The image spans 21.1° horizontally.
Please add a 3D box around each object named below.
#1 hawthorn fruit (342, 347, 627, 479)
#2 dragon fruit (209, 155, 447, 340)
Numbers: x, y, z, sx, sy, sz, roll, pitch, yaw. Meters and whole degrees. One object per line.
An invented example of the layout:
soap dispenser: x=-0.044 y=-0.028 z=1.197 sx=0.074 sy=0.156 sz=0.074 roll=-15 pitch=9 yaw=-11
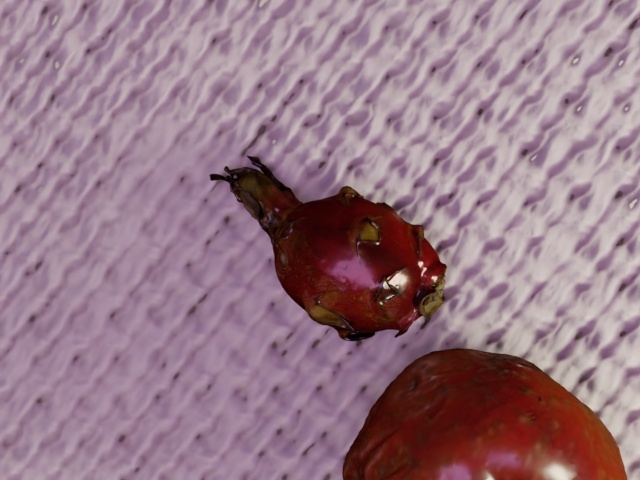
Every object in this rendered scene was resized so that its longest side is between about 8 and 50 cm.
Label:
hawthorn fruit: x=0.140 y=0.217 z=1.490 sx=0.258 sy=0.262 sz=0.258 roll=8 pitch=112 yaw=20
dragon fruit: x=0.000 y=0.000 z=1.568 sx=0.246 sy=0.125 sz=0.125 roll=39 pitch=118 yaw=21
